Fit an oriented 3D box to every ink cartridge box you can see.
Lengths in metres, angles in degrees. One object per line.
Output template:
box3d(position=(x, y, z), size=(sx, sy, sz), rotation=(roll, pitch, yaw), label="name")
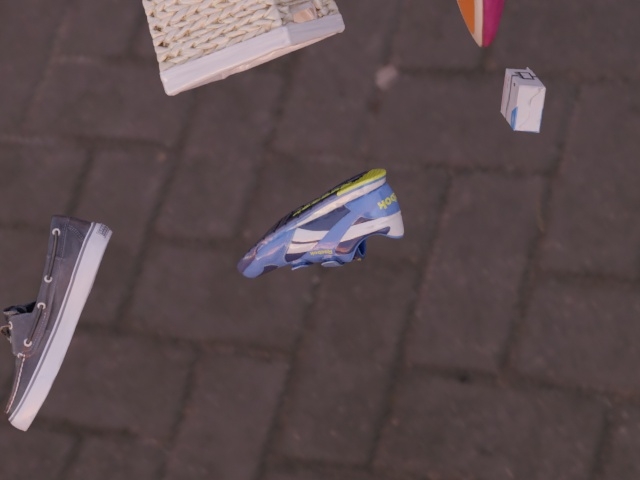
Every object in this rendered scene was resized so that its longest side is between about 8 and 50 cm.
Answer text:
box3d(position=(0.203, -0.144, 1.870), size=(0.028, 0.048, 0.083), rotation=(3, 19, -8), label="ink cartridge box")

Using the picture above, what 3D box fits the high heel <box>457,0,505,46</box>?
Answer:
box3d(position=(0.196, -0.320, 1.900), size=(0.117, 0.244, 0.082), rotation=(-15, 27, -15), label="high heel")

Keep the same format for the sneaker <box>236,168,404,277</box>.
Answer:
box3d(position=(0.000, 0.000, 1.432), size=(0.144, 0.059, 0.053), rotation=(-28, 11, 21), label="sneaker")

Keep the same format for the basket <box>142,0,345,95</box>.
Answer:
box3d(position=(-0.081, -0.223, 1.831), size=(0.167, 0.113, 0.103), rotation=(-19, 94, 35), label="basket")

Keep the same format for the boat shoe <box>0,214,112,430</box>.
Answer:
box3d(position=(-0.286, 0.080, 1.883), size=(0.076, 0.080, 0.229), rotation=(22, 102, -6), label="boat shoe")
